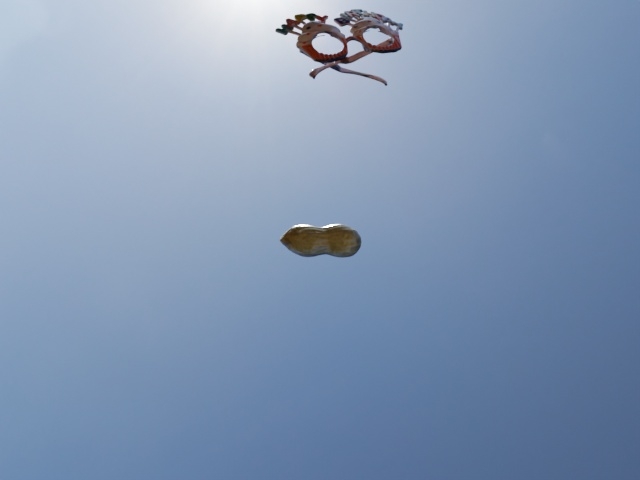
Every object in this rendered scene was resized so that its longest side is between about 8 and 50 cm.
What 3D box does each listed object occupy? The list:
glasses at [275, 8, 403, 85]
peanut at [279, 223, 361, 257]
[{"bbox_3d":[0.047,-0.370,1.363,0.095,0.255,0.162,108,-35,-51],"label":"glasses"},{"bbox_3d":[0.000,0.000,1.645,0.187,0.082,0.082,-1,-117,3],"label":"peanut"}]
